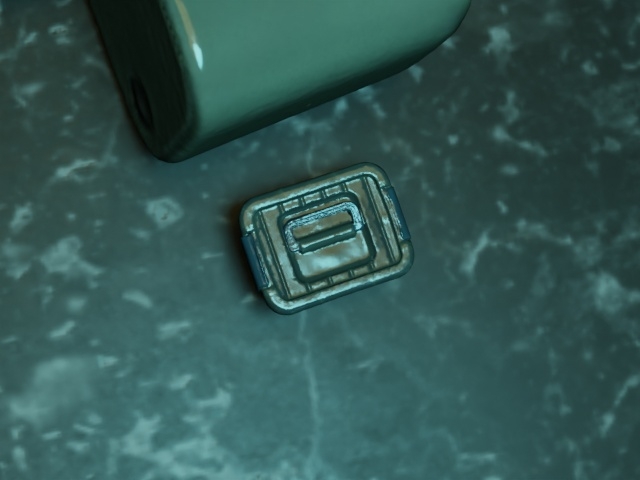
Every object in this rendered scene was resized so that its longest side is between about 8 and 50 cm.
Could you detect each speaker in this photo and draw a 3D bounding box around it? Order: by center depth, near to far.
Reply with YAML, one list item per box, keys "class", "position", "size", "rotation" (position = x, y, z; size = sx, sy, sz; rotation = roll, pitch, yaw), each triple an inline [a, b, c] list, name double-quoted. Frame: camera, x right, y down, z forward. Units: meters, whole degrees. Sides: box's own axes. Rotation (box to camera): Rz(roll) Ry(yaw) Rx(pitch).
- class: "speaker"
  position: [-0.070, -0.266, 1.121]
  size: [0.184, 0.183, 0.406]
  rotation: [-19, 87, -16]

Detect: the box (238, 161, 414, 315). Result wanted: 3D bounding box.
- class: "box"
  position: [0.000, 0.000, 1.165]
  size: [0.099, 0.054, 0.074]
  rotation: [-18, 89, -11]
